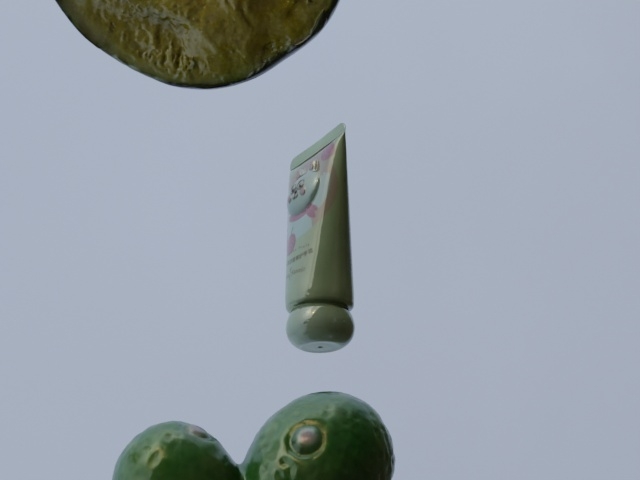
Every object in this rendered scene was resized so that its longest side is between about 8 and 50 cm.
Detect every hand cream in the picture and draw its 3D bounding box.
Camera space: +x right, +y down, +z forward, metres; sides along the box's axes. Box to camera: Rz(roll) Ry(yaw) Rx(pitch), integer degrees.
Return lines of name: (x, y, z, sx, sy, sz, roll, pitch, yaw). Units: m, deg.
hand cream: (0.000, 0.000, 1.442, 0.093, 0.147, 0.306, 13, -116, -29)

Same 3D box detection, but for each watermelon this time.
watermelon: (-0.089, -0.220, 0.737, 0.232, 0.127, 0.204, 36, -74, -4)

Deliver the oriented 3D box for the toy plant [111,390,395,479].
toy plant: (-0.045, 0.217, 0.771, 0.175, 0.218, 0.235, 102, 167, -50)
